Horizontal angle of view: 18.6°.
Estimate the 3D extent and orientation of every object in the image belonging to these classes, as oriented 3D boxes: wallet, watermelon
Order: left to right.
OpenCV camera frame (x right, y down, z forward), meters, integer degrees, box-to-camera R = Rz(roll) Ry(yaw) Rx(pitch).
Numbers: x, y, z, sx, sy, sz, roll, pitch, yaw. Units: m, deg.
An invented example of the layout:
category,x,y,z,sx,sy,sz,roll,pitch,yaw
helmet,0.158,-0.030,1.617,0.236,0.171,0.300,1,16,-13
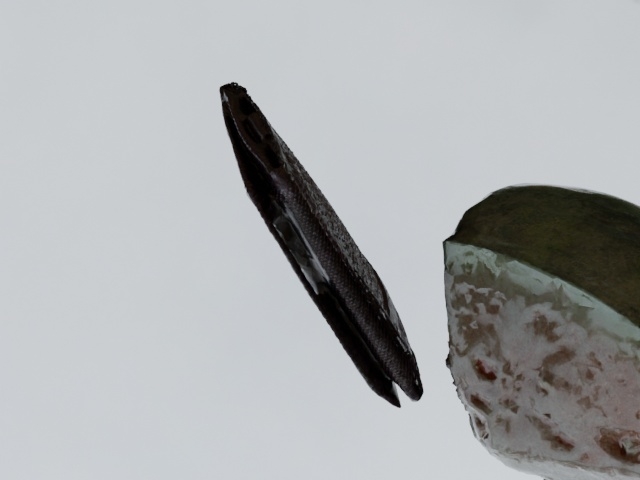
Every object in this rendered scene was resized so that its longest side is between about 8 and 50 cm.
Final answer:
category,x,y,z,sx,sy,sz,roll,pitch,yaw
wallet,0.001,0.000,1.010,0.030,0.166,0.111,-28,-147,7
watermelon,0.203,0.086,1.032,0.188,0.322,0.175,7,-124,31
